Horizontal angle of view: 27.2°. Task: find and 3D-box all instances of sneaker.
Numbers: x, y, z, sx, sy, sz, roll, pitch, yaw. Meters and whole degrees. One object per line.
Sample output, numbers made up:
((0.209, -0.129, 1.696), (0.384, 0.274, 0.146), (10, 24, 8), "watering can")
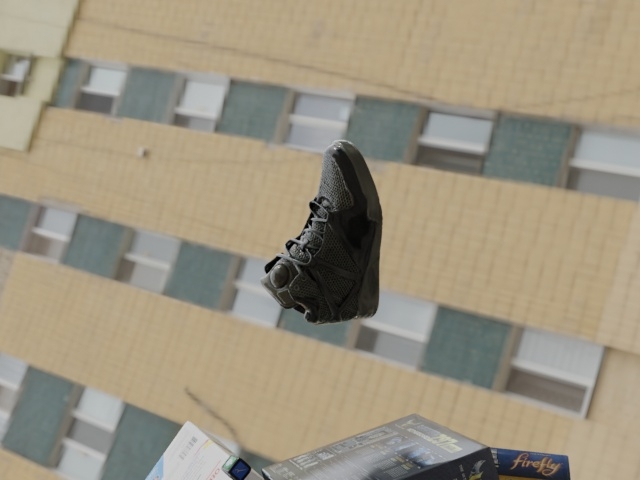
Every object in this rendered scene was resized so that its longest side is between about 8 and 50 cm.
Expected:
((0.000, 0.000, 1.517), (0.130, 0.087, 0.228), (-14, -58, -24), "sneaker")

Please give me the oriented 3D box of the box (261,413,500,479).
((0.054, 0.239, 1.300), (0.183, 0.232, 0.059), (-19, -85, -13), "box")

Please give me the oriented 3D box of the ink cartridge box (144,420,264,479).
((-0.132, 0.295, 1.555), (0.061, 0.181, 0.104), (38, -97, -29), "ink cartridge box")

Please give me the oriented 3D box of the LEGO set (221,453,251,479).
((-0.102, 0.354, 1.400), (0.182, 0.060, 0.244), (-20, -78, -26), "LEGO set")

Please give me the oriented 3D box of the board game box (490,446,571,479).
((0.205, 0.349, 1.660), (0.042, 0.165, 0.243), (-86, 3, -46), "board game box")
